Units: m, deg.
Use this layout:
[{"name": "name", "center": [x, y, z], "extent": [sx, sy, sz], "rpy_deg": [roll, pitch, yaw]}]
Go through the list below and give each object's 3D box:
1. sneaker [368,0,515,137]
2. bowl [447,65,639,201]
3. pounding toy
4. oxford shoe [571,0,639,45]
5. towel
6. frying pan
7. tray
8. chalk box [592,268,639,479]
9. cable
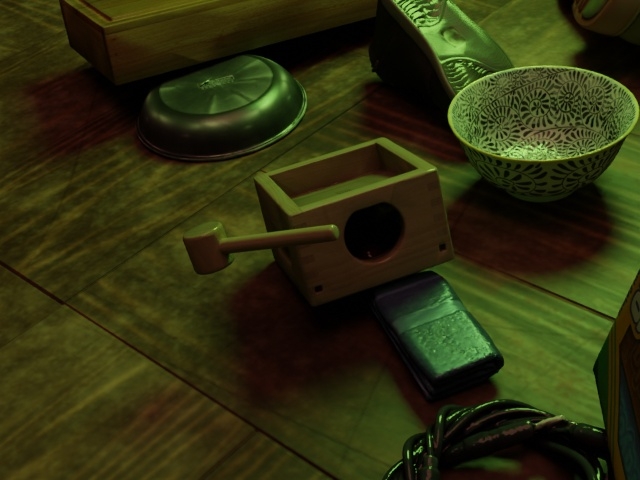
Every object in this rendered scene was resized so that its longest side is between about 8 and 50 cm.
[{"name": "sneaker", "center": [0.133, -0.175, 1.038], "extent": [0.083, 0.118, 0.222], "rpy_deg": [-24, 69, -20]}, {"name": "bowl", "center": [0.205, -0.089, 0.897], "extent": [0.170, 0.080, 0.170], "rpy_deg": [-6, 38, 5]}, {"name": "pounding toy", "center": [-0.003, 0.005, 0.786], "extent": [0.206, 0.094, 0.181], "rpy_deg": [-18, 22, -11]}, {"name": "oxford shoe", "center": [0.382, -0.320, 1.155], "extent": [0.146, 0.140, 0.397], "rpy_deg": [23, 37, -5]}, {"name": "towel", "center": [0.089, 0.071, 0.754], "extent": [0.067, 0.029, 0.119], "rpy_deg": [-18, 37, -11]}, {"name": "frying pan", "center": [-0.108, -0.198, 1.139], "extent": [0.197, 0.053, 0.326], "rpy_deg": [-1, 41, 8]}, {"name": "tray", "center": [-0.095, -0.302, 1.198], "extent": [0.411, 0.076, 0.203], "rpy_deg": [-20, 30, -21]}, {"name": "chalk box", "center": [0.271, 0.124, 0.500], "extent": [0.180, 0.179, 0.289], "rpy_deg": [11, 39, -1]}, {"name": "cable", "center": [0.108, 0.166, 0.612], "extent": [0.184, 0.047, 0.150], "rpy_deg": [-36, 44, -30]}]
